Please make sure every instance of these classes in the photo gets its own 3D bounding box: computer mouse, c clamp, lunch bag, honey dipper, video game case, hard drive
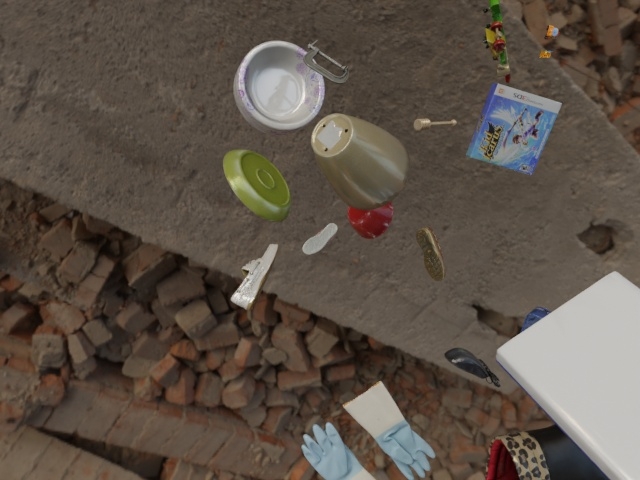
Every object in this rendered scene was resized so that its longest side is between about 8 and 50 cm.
[{"bbox_3d":[0.648,0.519,2.218,0.272,0.188,0.072,27,100,-26],"label":"computer mouse"},{"bbox_3d":[0.021,-0.513,1.488,0.161,0.137,0.022,37,138,3],"label":"c clamp"},{"bbox_3d":[0.567,0.219,1.340,0.065,0.067,0.098,-19,128,-47],"label":"lunch bag"},{"bbox_3d":[0.313,-0.315,1.392,0.161,0.030,0.030,-14,125,-39],"label":"honey dipper"},{"bbox_3d":[0.684,-0.393,1.845,0.245,0.061,0.269,15,107,-5],"label":"video game case"},{"bbox_3d":[0.398,0.196,0.602,0.210,0.318,0.040,-30,139,-11],"label":"hard drive"}]

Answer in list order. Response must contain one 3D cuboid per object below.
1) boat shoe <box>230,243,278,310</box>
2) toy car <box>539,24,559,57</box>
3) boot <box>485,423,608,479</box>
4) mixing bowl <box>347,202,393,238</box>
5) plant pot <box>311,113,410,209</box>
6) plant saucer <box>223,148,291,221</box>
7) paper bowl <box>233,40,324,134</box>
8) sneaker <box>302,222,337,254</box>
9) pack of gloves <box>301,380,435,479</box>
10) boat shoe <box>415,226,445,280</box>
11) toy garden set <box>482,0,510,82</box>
[{"bbox_3d":[-0.229,0.110,1.815,0.096,0.277,0.098,22,144,3],"label":"boat shoe"},{"bbox_3d":[0.717,-0.615,1.622,0.041,0.060,0.121,14,85,17],"label":"toy car"},{"bbox_3d":[0.453,0.474,0.930,0.285,0.138,0.376,-9,104,-14],"label":"boot"},{"bbox_3d":[0.166,-0.104,1.910,0.098,0.181,0.181,19,111,-46],"label":"mixing bowl"},{"bbox_3d":[0.092,-0.248,1.500,0.256,0.256,0.274,-47,149,10],"label":"plant pot"},{"bbox_3d":[-0.160,-0.161,1.422,0.037,0.240,0.241,-36,126,27],"label":"plant saucer"},{"bbox_3d":[-0.141,-0.483,1.681,0.285,0.148,0.283,0,89,-21],"label":"paper bowl"},{"bbox_3d":[0.000,0.000,1.661,0.134,0.070,0.051,-41,85,-6],"label":"sneaker"},{"bbox_3d":[0.089,0.387,0.970,0.195,0.046,0.232,-35,107,2],"label":"pack of gloves"},{"bbox_3d":[0.362,0.040,1.648,0.060,0.064,0.177,-19,89,-43],"label":"boat shoe"},{"bbox_3d":[0.443,-0.509,1.316,0.049,0.203,0.244,-9,155,23],"label":"toy garden set"}]
